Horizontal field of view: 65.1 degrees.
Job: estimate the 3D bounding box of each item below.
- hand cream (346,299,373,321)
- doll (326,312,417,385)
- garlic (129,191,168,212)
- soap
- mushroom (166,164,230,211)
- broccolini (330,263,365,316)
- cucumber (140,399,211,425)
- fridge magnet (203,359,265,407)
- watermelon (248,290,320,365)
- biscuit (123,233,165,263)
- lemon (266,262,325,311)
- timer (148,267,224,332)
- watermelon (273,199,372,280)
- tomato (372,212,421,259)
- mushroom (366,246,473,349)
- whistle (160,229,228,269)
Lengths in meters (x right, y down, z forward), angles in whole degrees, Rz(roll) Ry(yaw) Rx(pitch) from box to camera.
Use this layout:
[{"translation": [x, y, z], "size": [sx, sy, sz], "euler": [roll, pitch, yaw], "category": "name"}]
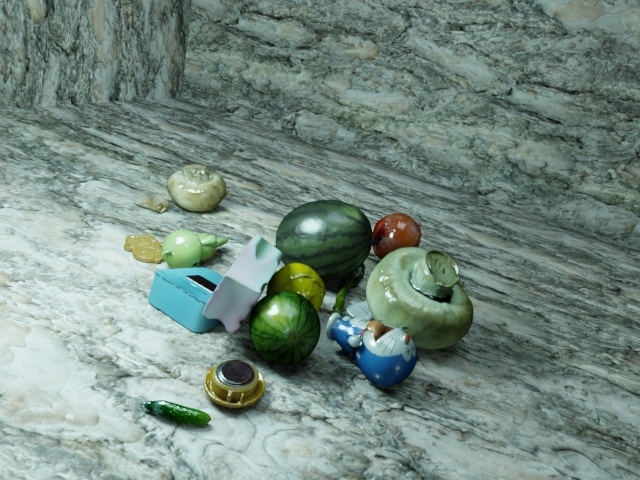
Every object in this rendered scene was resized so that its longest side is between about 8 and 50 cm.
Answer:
[{"translation": [0.183, 0.216, 1.636], "size": [0.079, 0.048, 0.255], "euler": [39, 33, 29], "category": "hand cream"}, {"translation": [0.140, 0.275, 1.349], "size": [0.256, 0.161, 0.215], "euler": [27, 12, 32], "category": "doll"}, {"translation": [-0.667, -0.159, 1.988], "size": [0.152, 0.066, 0.084], "euler": [20, 26, 8], "category": "garlic"}, {"translation": [-0.193, 0.094, 1.373], "size": [0.109, 0.193, 0.324], "euler": [34, 16, -4], "category": "soap"}, {"translation": [-0.504, -0.221, 2.083], "size": [0.254, 0.184, 0.255], "euler": [1, 16, 0], "category": "mushroom"}, {"translation": [0.097, 0.155, 1.690], "size": [0.078, 0.074, 0.392], "euler": [9, 21, 7], "category": "broccolini"}, {"translation": [-0.307, 0.362, 1.057], "size": [0.154, 0.037, 0.037], "euler": [14, 23, 1], "category": "cucumber"}, {"translation": [-0.198, 0.327, 1.160], "size": [0.142, 0.063, 0.143], "euler": [9, 27, -5], "category": "fridge magnet"}, {"translation": [-0.095, 0.222, 1.306], "size": [0.187, 0.188, 0.214], "euler": [6, 6, -17], "category": "watermelon"}, {"translation": [-0.586, 0.024, 1.676], "size": [0.133, 0.027, 0.184], "euler": [4, 25, -25], "category": "biscuit"}, {"translation": [-0.072, 0.152, 1.473], "size": [0.180, 0.181, 0.193], "euler": [19, 12, 13], "category": "lemon"}, {"translation": [-0.341, 0.163, 1.474], "size": [0.231, 0.092, 0.250], "euler": [25, 14, 26], "category": "timer"}, {"translation": [0.000, 0.000, 1.719], "size": [0.359, 0.279, 0.279], "euler": [-9, 13, 27], "category": "watermelon"}, {"translation": [0.298, -0.006, 2.005], "size": [0.184, 0.208, 0.208], "euler": [10, 23, -3], "category": "tomato"}, {"translation": [0.309, 0.170, 1.527], "size": [0.351, 0.260, 0.352], "euler": [19, 39, -16], "category": "mushroom"}, {"translation": [-0.405, 0.037, 1.661], "size": [0.141, 0.141, 0.294], "euler": [28, 10, 30], "category": "whistle"}]
